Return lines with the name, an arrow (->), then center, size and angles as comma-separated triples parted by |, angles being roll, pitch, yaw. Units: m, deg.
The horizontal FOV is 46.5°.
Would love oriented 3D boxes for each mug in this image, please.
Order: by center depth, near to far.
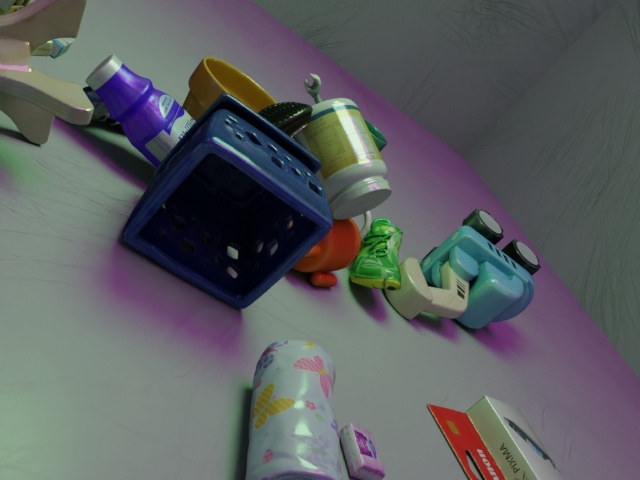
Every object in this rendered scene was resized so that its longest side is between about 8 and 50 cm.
mug -> 0.136, -0.343, 2.493 | 0.157, 0.097, 0.129 | 49, 21, 19

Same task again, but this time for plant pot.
plant pot -> -0.135, -0.074, 1.157 | 0.236, 0.236, 0.212 | 34, 32, -24
plant pot -> -0.199, -0.221, 1.460 | 0.205, 0.188, 0.205 | 37, 20, -15

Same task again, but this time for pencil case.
pencil case -> -0.028, 0.242, 0.936 | 0.124, 0.113, 0.273 | 46, 17, -23

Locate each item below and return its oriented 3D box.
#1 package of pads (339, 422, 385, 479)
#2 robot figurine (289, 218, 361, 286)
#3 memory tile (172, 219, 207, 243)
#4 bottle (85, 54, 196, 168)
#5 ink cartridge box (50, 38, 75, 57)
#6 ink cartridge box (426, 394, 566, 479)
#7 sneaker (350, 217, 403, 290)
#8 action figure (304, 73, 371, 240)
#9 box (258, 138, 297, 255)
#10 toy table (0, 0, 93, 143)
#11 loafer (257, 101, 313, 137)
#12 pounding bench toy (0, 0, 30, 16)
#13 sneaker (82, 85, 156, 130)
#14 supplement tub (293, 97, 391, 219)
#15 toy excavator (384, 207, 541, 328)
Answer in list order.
package of pads -> 0.059, 0.310, 1.082 | 0.050, 0.032, 0.083 | 32, 22, -31
robot figurine -> 0.000, -0.002, 1.474 | 0.158, 0.128, 0.219 | 51, 21, 20
memory tile -> -0.213, -0.039, 1.317 | 0.113, 0.012, 0.148 | 38, 19, -12
bottle -> -0.275, -0.193, 1.282 | 0.283, 0.092, 0.118 | 47, 28, -26
ink cartridge box -> -0.512, -0.385, 1.438 | 0.048, 0.028, 0.083 | 38, 20, -14
ink cartridge box -> 0.357, 0.420, 1.376 | 0.261, 0.066, 0.296 | 26, 25, -42
sneaker -> 0.124, 0.024, 1.636 | 0.109, 0.123, 0.295 | 8, 19, -3
action figure -> 0.005, -0.187, 1.697 | 0.276, 0.248, 0.370 | 35, 24, -23
box -> -0.084, -0.083, 1.390 | 0.038, 0.186, 0.145 | 13, 32, -31
toy table -> -0.431, -0.243, 1.030 | 0.161, 0.252, 0.274 | -2, 54, -40
loafer -> -0.098, -0.176, 1.331 | 0.080, 0.220, 0.078 | 25, -37, 42
pounding bench toy -> -0.577, -0.445, 1.404 | 0.083, 0.052, 0.065 | 42, 19, -3
sneaker -> -0.371, -0.236, 1.334 | 0.237, 0.085, 0.086 | -18, 98, -59
supplement tub -> 0.040, -0.155, 1.426 | 0.144, 0.144, 0.199 | 3, 60, -61
toy excavator -> 0.358, 0.107, 1.859 | 0.433, 0.222, 0.445 | 36, 29, -15
